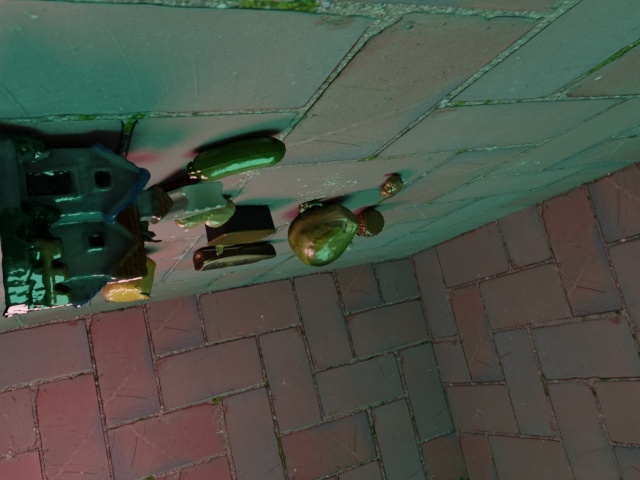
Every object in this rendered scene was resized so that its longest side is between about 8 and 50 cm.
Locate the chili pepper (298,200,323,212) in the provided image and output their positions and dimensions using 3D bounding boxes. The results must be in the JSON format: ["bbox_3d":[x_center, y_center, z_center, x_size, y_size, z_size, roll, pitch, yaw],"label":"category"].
[{"bbox_3d":[-0.035,-0.118,1.885,0.091,0.034,0.030,-17,-157,15],"label":"chili pepper"}]

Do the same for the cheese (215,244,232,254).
[{"bbox_3d":[-0.380,0.023,2.179,0.084,0.041,0.060,-39,164,35],"label":"cheese"}]

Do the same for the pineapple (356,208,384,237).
[{"bbox_3d":[0.158,-0.063,2.282,0.125,0.125,0.251,-10,180,-23],"label":"pineapple"}]

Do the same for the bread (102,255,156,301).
[{"bbox_3d":[-0.678,0.128,1.994,0.197,0.170,0.197,-5,161,-2],"label":"bread"}]

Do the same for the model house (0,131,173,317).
[{"bbox_3d":[-0.415,-0.027,1.046,0.329,0.294,0.252,-4,171,-32],"label":"model house"}]

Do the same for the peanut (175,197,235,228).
[{"bbox_3d":[-0.318,-0.075,1.552,0.187,0.082,0.082,-6,168,-41],"label":"peanut"}]

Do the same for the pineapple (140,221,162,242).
[{"bbox_3d":[-0.503,-0.025,1.361,0.166,0.165,0.364,-15,172,12],"label":"pineapple"}]

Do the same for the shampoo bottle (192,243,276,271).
[{"bbox_3d":[-0.347,0.062,2.330,0.350,0.084,0.126,-7,167,-38],"label":"shampoo bottle"}]

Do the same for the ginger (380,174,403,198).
[{"bbox_3d":[0.235,-0.179,1.841,0.070,0.051,0.173,-19,166,-4],"label":"ginger"}]

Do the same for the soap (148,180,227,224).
[{"bbox_3d":[-0.335,-0.090,1.376,0.198,0.066,0.119,-11,-178,44],"label":"soap"}]

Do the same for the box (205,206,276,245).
[{"bbox_3d":[-0.255,-0.048,1.777,0.201,0.090,0.144,-4,167,-43],"label":"box"}]

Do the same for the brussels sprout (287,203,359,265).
[{"bbox_3d":[0.011,-0.026,1.980,0.271,0.210,0.219,-39,163,33],"label":"brussels sprout"}]

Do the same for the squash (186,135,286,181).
[{"bbox_3d":[-0.181,-0.174,1.198,0.219,0.068,0.077,-14,176,8],"label":"squash"}]

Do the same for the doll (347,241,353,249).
[{"bbox_3d":[0.000,0.000,2.369,0.252,0.111,0.237,-7,161,8],"label":"doll"}]

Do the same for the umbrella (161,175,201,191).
[{"bbox_3d":[-0.332,-0.137,1.349,0.165,0.025,0.027,-16,-162,22],"label":"umbrella"}]
